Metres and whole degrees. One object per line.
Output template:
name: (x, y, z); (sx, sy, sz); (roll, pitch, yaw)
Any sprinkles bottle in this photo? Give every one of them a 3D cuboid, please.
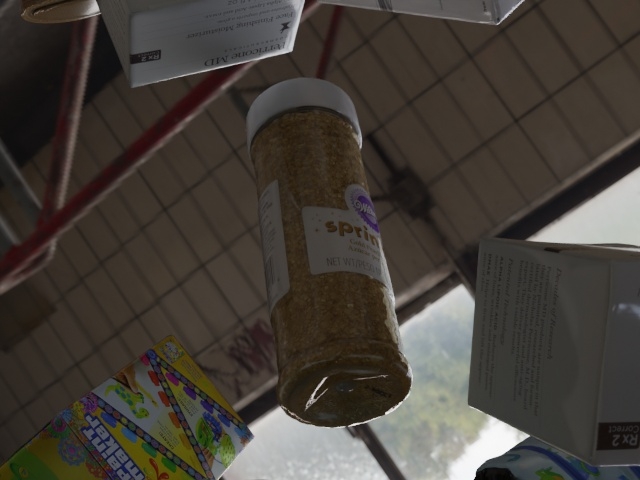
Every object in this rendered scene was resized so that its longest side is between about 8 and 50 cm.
sprinkles bottle: (0.000, 0.000, 0.951); (0.121, 0.355, 0.121); (-5, 140, -5)

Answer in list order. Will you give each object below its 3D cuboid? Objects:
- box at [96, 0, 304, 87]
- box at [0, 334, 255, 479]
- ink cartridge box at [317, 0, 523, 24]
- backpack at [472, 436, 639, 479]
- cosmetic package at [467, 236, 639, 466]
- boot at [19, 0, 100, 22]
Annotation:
box: (-0.130, -0.272, 0.973); (0.181, 0.182, 0.119); (-17, 159, -18)
box: (-0.278, 0.299, 1.187); (0.290, 0.177, 0.279); (-40, 178, 21)
ink cartridge box: (0.135, -0.356, 1.126); (0.272, 0.115, 0.198); (19, -127, 41)
backpack: (0.301, 0.381, 1.076); (0.273, 0.355, 0.290); (-34, 158, -28)
cosmetic package: (0.230, 0.081, 0.791); (0.151, 0.152, 0.183); (2, -176, -22)
boot: (-0.297, -0.424, 1.282); (0.283, 0.220, 0.109); (-28, -178, -10)
